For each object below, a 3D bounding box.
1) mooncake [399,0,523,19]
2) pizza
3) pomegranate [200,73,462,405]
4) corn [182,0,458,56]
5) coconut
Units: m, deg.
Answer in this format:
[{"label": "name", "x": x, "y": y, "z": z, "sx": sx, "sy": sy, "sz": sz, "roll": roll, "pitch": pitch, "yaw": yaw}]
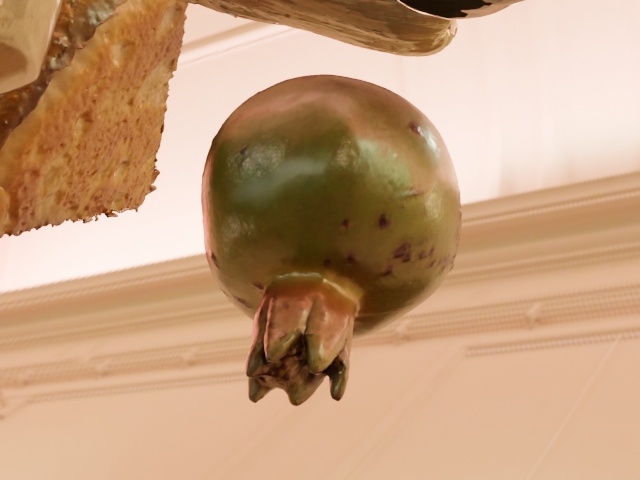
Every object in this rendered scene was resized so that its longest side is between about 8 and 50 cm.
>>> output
[{"label": "mooncake", "x": 0.073, "y": -0.182, "z": 0.485, "sx": 0.168, "sy": 0.104, "sz": 0.175, "roll": 21, "pitch": -100, "yaw": -9}, {"label": "pizza", "x": -0.304, "y": -0.132, "z": 1.441, "sx": 0.130, "sy": 0.440, "sz": 0.406, "roll": 30, "pitch": -18, "yaw": 15}, {"label": "pomegranate", "x": 0.000, "y": 0.000, "z": 0.652, "sx": 0.159, "sy": 0.205, "sz": 0.159, "roll": 7, "pitch": -42, "yaw": 7}, {"label": "corn", "x": -0.021, "y": -0.237, "z": 1.023, "sx": 0.305, "sy": 0.123, "sz": 0.122, "roll": 14, "pitch": -63, "yaw": 17}, {"label": "coconut", "x": -0.354, "y": -0.227, "z": 1.094, "sx": 0.224, "sy": 0.224, "sz": 0.224, "roll": 12, "pitch": -64, "yaw": 26}]
